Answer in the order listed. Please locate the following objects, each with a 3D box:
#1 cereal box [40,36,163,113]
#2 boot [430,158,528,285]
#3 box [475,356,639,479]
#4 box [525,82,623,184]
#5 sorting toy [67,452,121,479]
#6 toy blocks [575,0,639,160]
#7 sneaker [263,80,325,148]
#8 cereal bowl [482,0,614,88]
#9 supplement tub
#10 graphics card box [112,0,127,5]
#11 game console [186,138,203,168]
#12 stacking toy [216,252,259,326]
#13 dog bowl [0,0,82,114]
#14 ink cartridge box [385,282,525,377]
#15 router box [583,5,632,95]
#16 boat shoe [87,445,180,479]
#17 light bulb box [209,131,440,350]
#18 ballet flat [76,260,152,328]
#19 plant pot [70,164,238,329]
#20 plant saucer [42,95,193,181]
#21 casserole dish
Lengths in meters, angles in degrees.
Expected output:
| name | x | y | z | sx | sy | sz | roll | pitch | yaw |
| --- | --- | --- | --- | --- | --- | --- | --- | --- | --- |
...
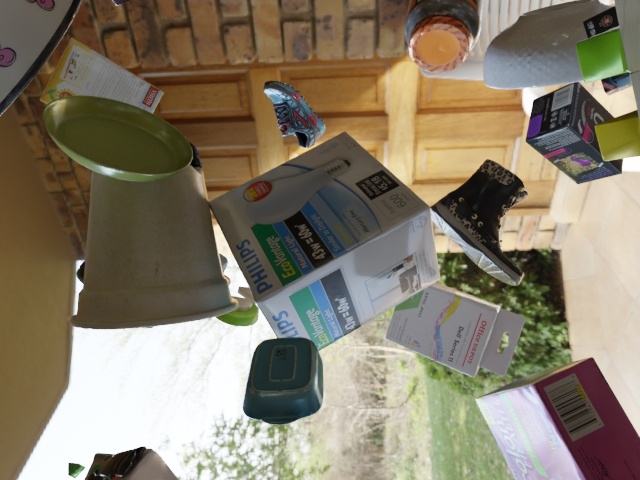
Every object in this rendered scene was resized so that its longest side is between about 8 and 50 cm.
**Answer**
| name | x | y | z | sx | sy | sz | roll | pitch | yaw |
| --- | --- | --- | --- | --- | --- | --- | --- | --- | --- |
| cereal box | -0.549 | -0.368 | 1.219 | 0.173 | 0.240 | 0.047 | -58 | 31 | 6 |
| boot | 0.583 | -0.065 | 1.591 | 0.377 | 0.284 | 0.138 | 44 | 173 | 12 |
| box | 0.405 | 0.337 | 0.814 | 0.243 | 0.117 | 0.214 | 101 | 148 | -67 |
| box | 0.761 | -0.311 | 1.421 | 0.143 | 0.270 | 0.166 | -15 | 51 | 58 |
| sorting toy | -0.560 | 0.659 | 1.253 | 0.047 | 0.347 | 0.196 | 72 | -160 | -47 |
| toy blocks | 0.456 | -0.241 | 0.548 | 0.190 | 0.260 | 0.382 | -1 | 117 | 55 |
| sneaker | -0.094 | -0.401 | 1.553 | 0.104 | 0.261 | 0.125 | 12 | 66 | 55 |
| cereal bowl | 0.542 | -0.458 | 1.096 | 0.339 | 0.338 | 0.141 | -85 | -18 | -66 |
| supplement tub | 0.329 | -0.610 | 1.265 | 0.194 | 0.193 | 0.316 | 83 | -161 | -62 |
| graphics card box | -0.347 | -0.683 | 1.030 | 0.233 | 0.370 | 0.094 | 62 | -175 | -73 |
| game console | -0.416 | -0.123 | 1.440 | 0.043 | 0.213 | 0.362 | 17 | -141 | -52 |
| stacking toy | -0.290 | 0.112 | 1.371 | 0.309 | 0.279 | 0.131 | -82 | 7 | -73 |
| dog bowl | -0.611 | -0.358 | 0.841 | 0.150 | 0.407 | 0.409 | 41 | -141 | -44 |
| ink cartridge box | 0.396 | 0.259 | 1.424 | 0.119 | 0.353 | 0.207 | -2 | -70 | -64 |
| router box | 0.466 | -0.296 | 0.725 | 0.038 | 0.092 | 0.123 | -10 | -96 | -49 |
| boat shoe | -0.375 | 0.607 | 1.085 | 0.341 | 0.158 | 0.127 | 64 | -150 | -14 |
| light bulb box | 0.000 | 0.000 | 1.030 | 0.358 | 0.360 | 0.225 | 53 | 168 | 46 |
| ballet flat | -0.500 | 0.140 | 1.251 | 0.280 | 0.096 | 0.095 | 53 | -166 | -43 |
| plant pot | -0.348 | 0.002 | 1.006 | 0.334 | 0.333 | 0.306 | -25 | -67 | -87 |
| plant saucer | -0.342 | -0.170 | 0.822 | 0.241 | 0.240 | 0.037 | -87 | 23 | -58 |
| casserole dish | -0.053 | 0.190 | 0.695 | 0.188 | 0.114 | 0.037 | -92 | 0 | -73 |
